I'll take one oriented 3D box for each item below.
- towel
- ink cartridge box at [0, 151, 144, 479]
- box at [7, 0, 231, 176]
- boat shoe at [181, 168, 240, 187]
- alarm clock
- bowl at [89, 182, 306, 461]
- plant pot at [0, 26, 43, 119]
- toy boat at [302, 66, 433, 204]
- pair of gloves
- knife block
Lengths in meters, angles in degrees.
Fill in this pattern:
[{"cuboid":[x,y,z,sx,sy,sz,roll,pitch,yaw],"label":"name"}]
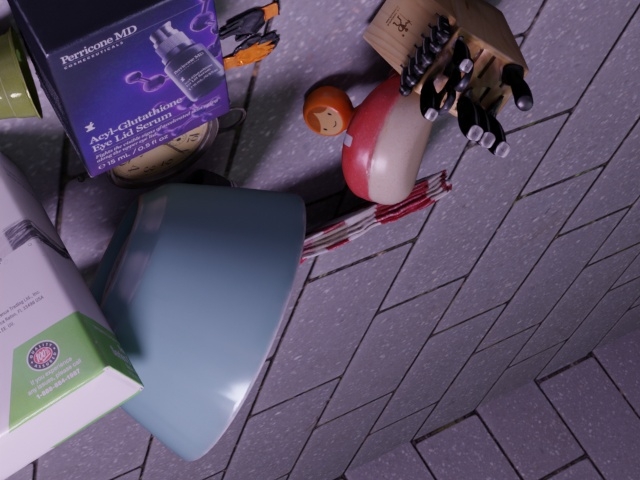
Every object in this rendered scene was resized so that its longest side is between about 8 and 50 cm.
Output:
[{"cuboid":[0.000,0.000,1.597,0.329,0.037,0.237,-27,-176,-20],"label":"towel"},{"cuboid":[-0.326,0.072,1.133,0.198,0.273,0.115,-32,160,0],"label":"ink cartridge box"},{"cuboid":[-0.176,-0.174,1.045,0.153,0.108,0.207,-28,157,-11],"label":"box"},{"cuboid":[-0.196,-0.004,1.418,0.228,0.080,0.076,-37,134,19],"label":"boat shoe"},{"cuboid":[-0.159,-0.118,1.237,0.192,0.064,0.129,-12,149,-37],"label":"alarm clock"},{"cuboid":[-0.156,0.063,1.272,0.163,0.312,0.311,23,132,-16],"label":"bowl"},{"cuboid":[-0.292,-0.133,1.026,0.079,0.083,0.083,-18,156,-6],"label":"plant pot"},{"cuboid":[0.052,-0.138,1.392,0.231,0.151,0.151,-70,175,-72],"label":"toy boat"},{"cuboid":[-0.074,-0.210,1.234,0.074,0.010,0.083,-27,156,-14],"label":"pair of gloves"},{"cuboid":[0.176,-0.181,1.309,0.275,0.242,0.088,1,132,-54],"label":"knife block"}]
